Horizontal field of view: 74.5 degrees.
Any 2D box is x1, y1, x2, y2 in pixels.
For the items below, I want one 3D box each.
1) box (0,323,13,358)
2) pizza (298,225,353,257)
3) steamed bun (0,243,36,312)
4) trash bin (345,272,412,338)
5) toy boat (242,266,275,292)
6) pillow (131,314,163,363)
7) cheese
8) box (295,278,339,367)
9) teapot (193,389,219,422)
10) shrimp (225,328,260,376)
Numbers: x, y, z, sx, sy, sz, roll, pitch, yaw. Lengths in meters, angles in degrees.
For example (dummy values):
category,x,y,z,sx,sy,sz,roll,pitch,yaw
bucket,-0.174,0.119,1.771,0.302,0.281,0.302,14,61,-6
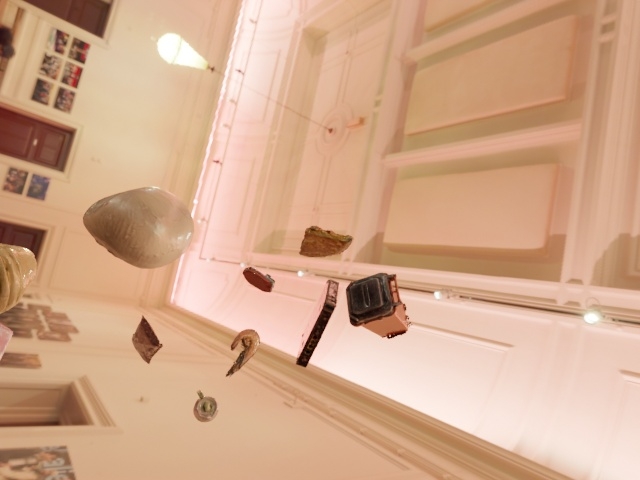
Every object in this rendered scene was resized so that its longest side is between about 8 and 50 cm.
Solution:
category,x,y,z,sx,sy,sz,roll,pitch,yaw
box,-0.684,0.278,0.687,0.112,0.190,0.370,-18,-137,13
pizza,0.000,0.000,1.735,0.292,0.197,0.058,-18,-135,39
steamed bun,-1.117,0.149,1.394,0.203,0.289,0.276,48,-59,35
trash bin,0.212,0.224,1.411,0.184,0.238,0.161,-22,-128,22
toy boat,-0.263,0.161,1.791,0.173,0.058,0.069,27,-62,23
pillow,-0.529,0.303,1.268,0.118,0.043,0.185,55,-42,12
cheese,-0.364,-0.032,0.894,0.189,0.198,0.154,43,-65,5
box,-0.014,0.343,1.743,0.211,0.058,0.350,-72,-174,-63
teapot,-0.291,0.415,1.063,0.083,0.064,0.064,60,-28,15
shrimp,-0.383,0.531,2.004,0.052,0.143,0.251,-5,-139,43
